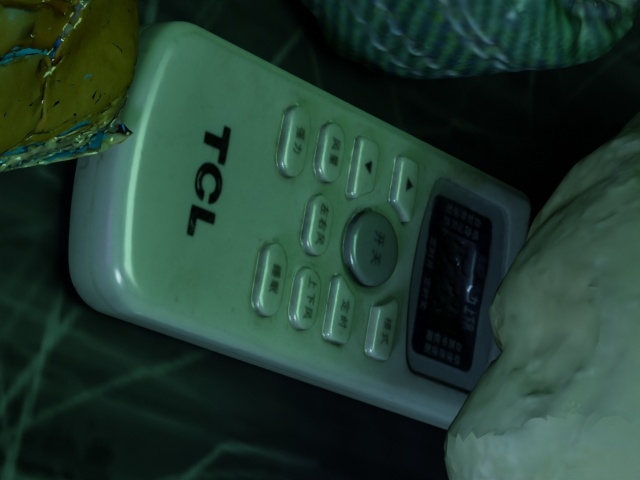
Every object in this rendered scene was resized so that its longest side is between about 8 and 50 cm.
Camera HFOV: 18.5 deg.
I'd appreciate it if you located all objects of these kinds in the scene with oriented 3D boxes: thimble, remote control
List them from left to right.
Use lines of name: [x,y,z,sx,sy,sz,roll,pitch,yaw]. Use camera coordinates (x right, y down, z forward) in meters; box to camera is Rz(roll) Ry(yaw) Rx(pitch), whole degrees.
remote control: [0.000,0.000,0.606,0.190,0.029,0.088,24,71,-46]
thimble: [0.055,-0.116,0.627,0.135,0.090,0.118,-56,131,-36]

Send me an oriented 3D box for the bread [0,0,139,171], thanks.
bread: [-0.089,-0.048,0.487,0.106,0.053,0.072,-22,109,-53]

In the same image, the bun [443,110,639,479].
bun: [0.174,0.084,0.666,0.359,0.211,0.360,-10,103,-52]
